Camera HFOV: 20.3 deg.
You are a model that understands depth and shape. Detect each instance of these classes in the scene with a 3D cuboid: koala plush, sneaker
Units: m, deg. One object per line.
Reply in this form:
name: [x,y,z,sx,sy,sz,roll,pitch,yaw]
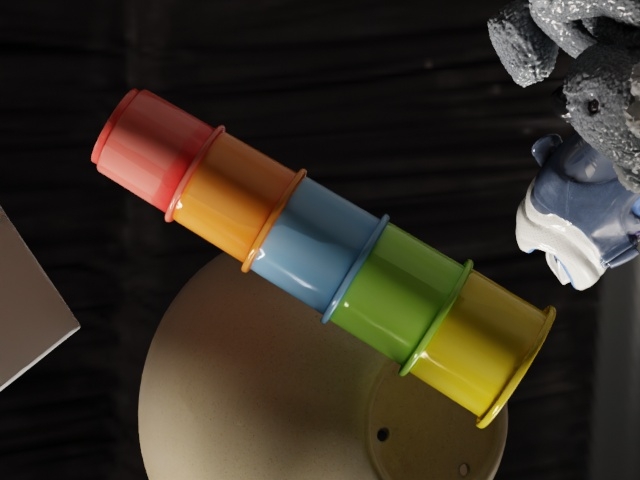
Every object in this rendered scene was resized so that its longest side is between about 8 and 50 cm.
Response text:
koala plush: [0.283,-0.166,1.664,0.196,0.203,0.221,92,167,-67]
sneaker: [0.362,-0.042,2.036,0.236,0.323,0.130,-51,51,30]

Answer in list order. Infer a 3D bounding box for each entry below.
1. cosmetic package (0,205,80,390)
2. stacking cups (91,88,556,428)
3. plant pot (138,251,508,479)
cosmetic package: [-0.348,0.080,1.425,0.138,0.224,0.224,57,155,-17]
stacking cups: [0.000,0.000,1.187,0.316,0.096,0.096,33,130,4]
plant pot: [0.031,0.131,1.356,0.191,0.284,0.284,-3,93,57]
